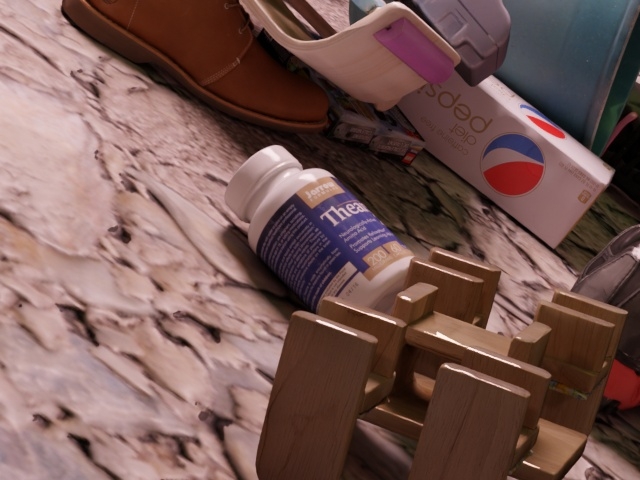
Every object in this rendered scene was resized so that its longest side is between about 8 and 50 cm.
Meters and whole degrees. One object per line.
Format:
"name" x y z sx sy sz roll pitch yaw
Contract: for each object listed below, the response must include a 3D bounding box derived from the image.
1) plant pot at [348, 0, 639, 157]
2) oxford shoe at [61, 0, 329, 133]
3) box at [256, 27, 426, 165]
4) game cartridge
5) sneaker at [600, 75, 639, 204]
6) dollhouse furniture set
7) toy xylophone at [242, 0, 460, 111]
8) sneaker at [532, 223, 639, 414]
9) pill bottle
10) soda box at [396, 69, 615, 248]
"plant pot" 0.174 -0.231 1.501 0.255 0.271 0.272 23 18 13
"oxford shoe" -0.071 -0.141 1.165 0.212 0.076 0.076 27 21 -27
"box" 0.015 -0.119 1.319 0.094 0.027 0.137 16 29 -41
"game cartridge" 0.041 -0.248 1.277 0.294 0.060 0.196 50 0 3
"sneaker" 0.340 -0.064 1.608 0.296 0.104 0.147 38 15 -8
"dollhouse furniture set" 0.105 0.127 0.844 0.242 0.161 0.212 19 15 18
"toy xylophone" -0.023 -0.214 1.218 0.322 0.081 0.236 50 10 18
"sneaker" 0.255 0.049 1.191 0.097 0.135 0.276 44 20 25
"pill bottle" 0.000 0.000 0.981 0.120 0.067 0.067 45 22 21
"soda box" 0.138 -0.091 1.389 0.216 0.074 0.069 38 20 4
